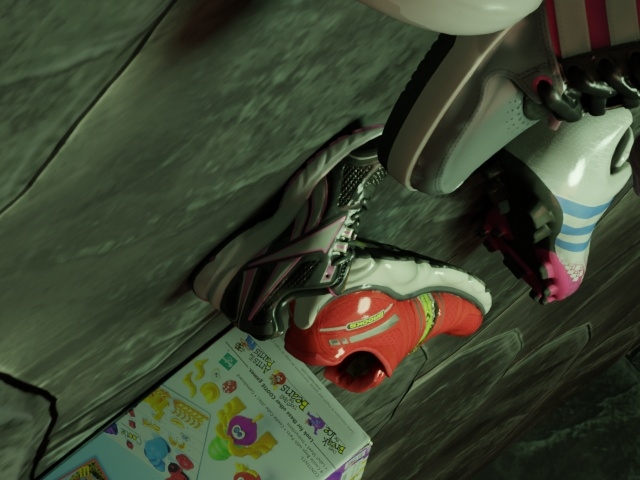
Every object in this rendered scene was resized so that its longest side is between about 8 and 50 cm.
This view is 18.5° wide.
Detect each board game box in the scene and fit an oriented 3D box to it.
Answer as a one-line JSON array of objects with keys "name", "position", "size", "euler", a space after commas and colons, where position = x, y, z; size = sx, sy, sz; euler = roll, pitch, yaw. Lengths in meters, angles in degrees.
[{"name": "board game box", "position": [-0.113, 0.209, 1.542], "size": [0.275, 0.144, 0.142], "euler": [-38, 165, -16]}]

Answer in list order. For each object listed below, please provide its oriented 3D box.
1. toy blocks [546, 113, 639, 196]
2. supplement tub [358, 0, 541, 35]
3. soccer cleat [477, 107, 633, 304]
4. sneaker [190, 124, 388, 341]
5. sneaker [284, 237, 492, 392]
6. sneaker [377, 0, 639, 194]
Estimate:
[{"name": "toy blocks", "position": [0.314, -0.104, 1.493], "size": [0.309, 0.288, 0.260], "euler": [-36, 161, -34]}, {"name": "supplement tub", "position": [0.074, -0.225, 0.681], "size": [0.272, 0.191, 0.191], "euler": [-49, 164, 27]}, {"name": "soccer cleat", "position": [0.226, -0.039, 1.774], "size": [0.143, 0.116, 0.331], "euler": [-40, 165, -7]}, {"name": "sneaker", "position": [0.000, 0.000, 1.368], "size": [0.178, 0.077, 0.072], "euler": [-45, 167, 6]}, {"name": "sneaker", "position": [0.044, 0.062, 1.557], "size": [0.279, 0.107, 0.118], "euler": [12, 96, -61]}, {"name": "sneaker", "position": [0.182, -0.090, 1.011], "size": [0.295, 0.178, 0.124], "euler": [-46, 165, 17]}]
